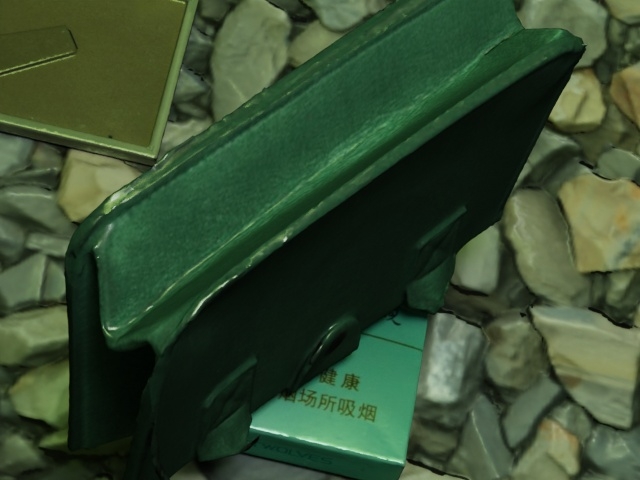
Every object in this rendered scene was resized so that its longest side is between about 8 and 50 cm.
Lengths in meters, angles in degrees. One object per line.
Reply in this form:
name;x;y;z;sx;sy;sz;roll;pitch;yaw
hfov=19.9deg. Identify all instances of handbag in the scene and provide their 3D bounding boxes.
handbag;0.001;0.000;1.021;0.326;0.238;0.089;-38;69;-27

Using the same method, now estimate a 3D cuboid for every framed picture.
framed picture;-0.196;-0.134;1.255;0.203;0.015;0.150;13;56;-4

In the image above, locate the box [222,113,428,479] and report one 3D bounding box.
box;-0.010;0.033;1.167;0.162;0.041;0.229;14;56;-2
